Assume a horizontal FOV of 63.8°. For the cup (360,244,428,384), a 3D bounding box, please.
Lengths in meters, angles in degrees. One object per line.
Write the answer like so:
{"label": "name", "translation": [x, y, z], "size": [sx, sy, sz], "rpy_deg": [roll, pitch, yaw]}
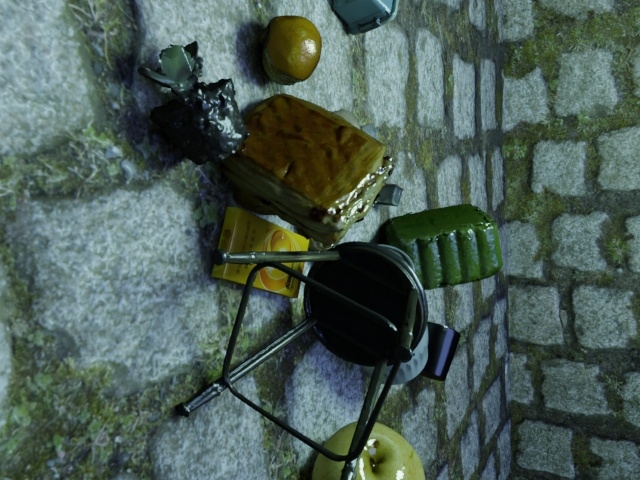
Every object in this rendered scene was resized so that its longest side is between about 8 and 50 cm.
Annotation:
{"label": "cup", "translation": [0.166, 0.212, 1.407], "size": [0.253, 0.253, 0.372], "rpy_deg": [-59, 140, -36]}

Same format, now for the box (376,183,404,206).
{"label": "box", "translation": [0.208, -0.143, 1.608], "size": [0.060, 0.084, 0.063], "rpy_deg": [20, 80, -56]}

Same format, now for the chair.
{"label": "chair", "translation": [0.015, 0.196, 1.026], "size": [0.410, 0.364, 0.362], "rpy_deg": [-29, 140, -61]}

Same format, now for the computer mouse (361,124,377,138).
{"label": "computer mouse", "translation": [0.134, -0.261, 1.470], "size": [0.245, 0.056, 0.126], "rpy_deg": [-65, 158, -67]}

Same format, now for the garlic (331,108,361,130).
{"label": "garlic", "translation": [0.031, -0.212, 1.333], "size": [0.143, 0.112, 0.318], "rpy_deg": [36, 73, -54]}

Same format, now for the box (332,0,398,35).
{"label": "box", "translation": [0.132, -0.692, 1.401], "size": [0.130, 0.162, 0.227], "rpy_deg": [22, 73, -44]}

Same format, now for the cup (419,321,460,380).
{"label": "cup", "translation": [0.426, 0.420, 1.897], "size": [0.239, 0.165, 0.177], "rpy_deg": [40, 62, -49]}

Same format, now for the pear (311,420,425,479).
{"label": "pear", "translation": [0.124, 0.637, 1.340], "size": [0.309, 0.309, 0.310], "rpy_deg": [-5, 95, -56]}

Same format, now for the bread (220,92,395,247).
{"label": "bread", "translation": [-0.036, -0.144, 1.086], "size": [0.277, 0.324, 0.167], "rpy_deg": [-50, 166, -34]}

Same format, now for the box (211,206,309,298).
{"label": "box", "translation": [-0.123, 0.036, 1.147], "size": [0.269, 0.043, 0.153], "rpy_deg": [24, 76, -54]}

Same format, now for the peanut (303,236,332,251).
{"label": "peanut", "translation": [0.000, 0.000, 1.308], "size": [0.080, 0.080, 0.175], "rpy_deg": [-59, 140, -36]}

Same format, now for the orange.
{"label": "orange", "translation": [-0.070, -0.415, 1.118], "size": [0.134, 0.156, 0.157], "rpy_deg": [34, 62, -29]}

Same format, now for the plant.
{"label": "plant", "translation": [-0.220, -0.240, 0.904], "size": [0.203, 0.131, 0.142], "rpy_deg": [54, 49, -26]}

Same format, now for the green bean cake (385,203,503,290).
{"label": "green bean cake", "translation": [0.362, 0.031, 1.583], "size": [0.319, 0.334, 0.218], "rpy_deg": [-75, 152, -73]}
